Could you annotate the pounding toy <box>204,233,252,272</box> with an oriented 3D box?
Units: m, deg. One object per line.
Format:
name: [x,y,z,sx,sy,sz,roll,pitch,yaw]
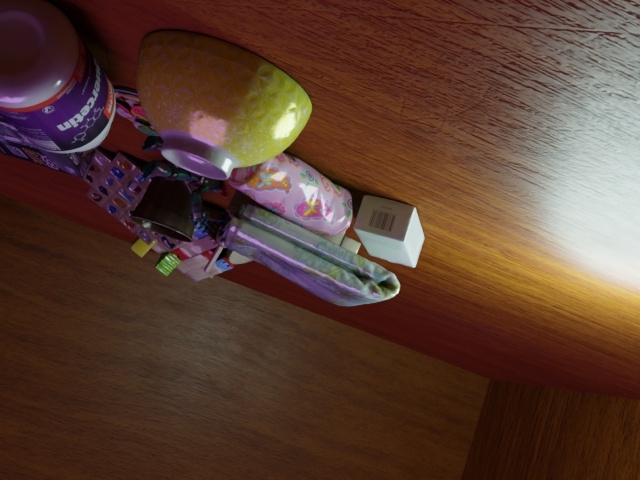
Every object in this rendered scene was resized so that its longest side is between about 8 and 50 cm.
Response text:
pounding toy: [-0.221,-0.020,2.209,0.237,0.110,0.183,-15,157,-37]

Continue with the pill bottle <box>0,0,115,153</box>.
pill bottle: [-0.455,-0.259,1.315,0.182,0.181,0.323,18,169,5]

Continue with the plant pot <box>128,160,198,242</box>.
plant pot: [-0.370,-0.100,1.961,0.167,0.165,0.167,19,168,4]

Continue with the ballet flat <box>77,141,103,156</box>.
ballet flat: [-0.529,-0.242,1.801,0.073,0.080,0.232,-9,180,-18]

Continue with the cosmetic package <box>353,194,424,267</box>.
cosmetic package: [0.154,-0.017,1.711,0.117,0.085,0.231,16,170,15]

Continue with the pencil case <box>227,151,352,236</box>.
pencil case: [-0.056,-0.105,1.561,0.124,0.124,0.284,7,164,46]

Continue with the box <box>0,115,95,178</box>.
box: [-0.717,-0.270,1.912,0.243,0.076,0.307,18,164,7]

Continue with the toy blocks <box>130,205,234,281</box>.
toy blocks: [-0.381,-0.023,2.320,0.261,0.190,0.381,-19,128,41]

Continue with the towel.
towel: [-0.041,0.044,1.700,0.375,0.090,0.320,25,172,-8]

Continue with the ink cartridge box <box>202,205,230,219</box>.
ink cartridge box: [-0.345,-0.054,2.427,0.189,0.066,0.232,15,172,20]

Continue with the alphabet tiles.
alphabet tiles: [-0.504,-0.108,2.132,0.342,0.011,0.285,41,144,-12]

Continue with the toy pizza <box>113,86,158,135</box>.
toy pizza: [-0.343,-0.246,1.569,0.201,0.032,0.201,18,169,4]

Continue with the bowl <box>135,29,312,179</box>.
bowl: [-0.174,-0.190,1.247,0.290,0.156,0.289,19,169,4]

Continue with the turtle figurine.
turtle figurine: [-0.298,-0.144,1.786,0.234,0.118,0.175,32,-156,-43]

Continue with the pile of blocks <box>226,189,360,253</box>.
pile of blocks: [-0.050,-0.053,1.807,0.362,0.112,0.149,20,170,27]
